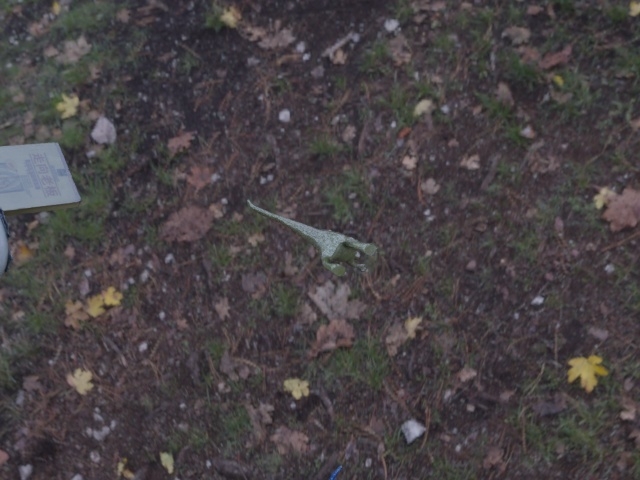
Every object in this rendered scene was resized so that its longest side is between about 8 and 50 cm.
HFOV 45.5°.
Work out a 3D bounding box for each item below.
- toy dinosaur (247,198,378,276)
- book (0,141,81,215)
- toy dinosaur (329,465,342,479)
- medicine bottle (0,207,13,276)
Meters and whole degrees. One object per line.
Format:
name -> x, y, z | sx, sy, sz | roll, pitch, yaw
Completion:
toy dinosaur -> -0.001, 0.005, 1.454 | 0.251, 0.072, 0.200 | 13, 10, -32
book -> -0.624, -0.123, 1.554 | 0.231, 0.026, 0.161 | -11, 66, -37
toy dinosaur -> -0.034, 0.537, 1.296 | 0.076, 0.144, 0.329 | 26, 76, 16
medicine bottle -> -0.716, 0.037, 1.228 | 0.213, 0.213, 0.379 | 30, 32, 20
